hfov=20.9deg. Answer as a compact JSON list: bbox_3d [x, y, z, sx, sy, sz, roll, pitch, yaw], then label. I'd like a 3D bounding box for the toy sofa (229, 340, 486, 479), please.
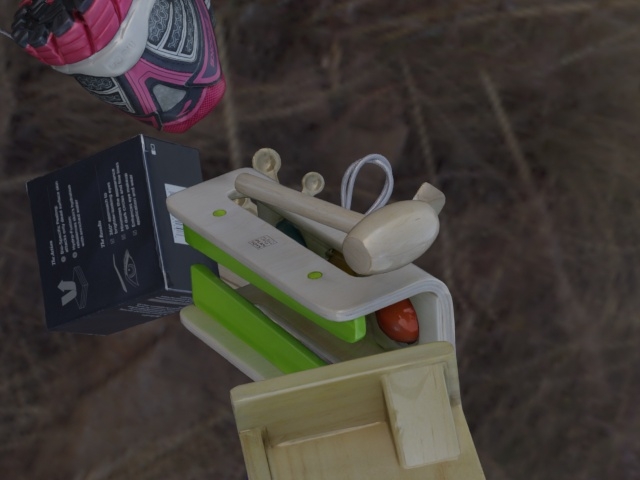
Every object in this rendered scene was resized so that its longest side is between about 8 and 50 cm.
[{"bbox_3d":[0.053,0.247,1.008,0.150,0.362,0.177,-13,132,-3],"label":"toy sofa"}]

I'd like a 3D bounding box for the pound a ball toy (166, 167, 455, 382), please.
[{"bbox_3d":[0.005,0.016,1.403,0.136,0.319,0.208,-20,120,-28],"label":"pound a ball toy"}]

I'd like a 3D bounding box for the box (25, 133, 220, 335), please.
[{"bbox_3d":[-0.192,-0.002,1.688,0.093,0.158,0.156,11,65,-55],"label":"box"}]

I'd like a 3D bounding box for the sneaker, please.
[{"bbox_3d":[-0.129,-0.156,1.108,0.121,0.299,0.112,-42,115,16],"label":"sneaker"}]

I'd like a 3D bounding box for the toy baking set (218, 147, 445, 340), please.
[{"bbox_3d":[-0.002,0.007,1.755,0.256,0.030,0.196,3,92,-6],"label":"toy baking set"}]
